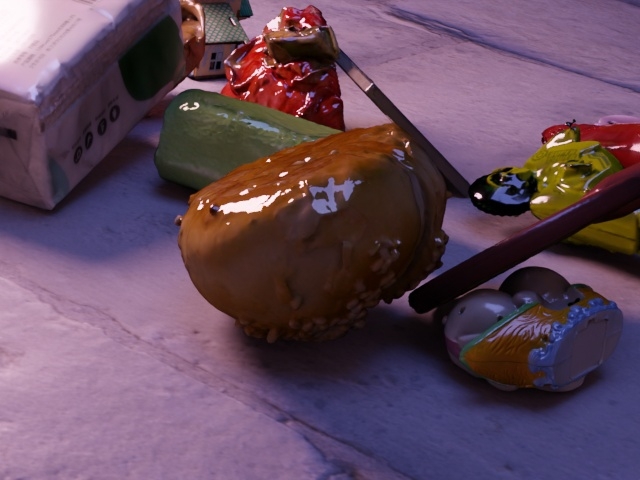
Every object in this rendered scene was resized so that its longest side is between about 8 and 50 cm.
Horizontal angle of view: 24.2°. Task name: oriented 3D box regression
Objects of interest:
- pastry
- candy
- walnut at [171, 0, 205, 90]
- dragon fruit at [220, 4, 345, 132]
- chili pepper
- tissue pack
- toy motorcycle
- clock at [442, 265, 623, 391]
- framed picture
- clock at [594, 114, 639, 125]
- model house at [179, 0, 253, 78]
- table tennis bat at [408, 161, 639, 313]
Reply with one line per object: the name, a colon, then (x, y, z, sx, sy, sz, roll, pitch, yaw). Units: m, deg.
pastry: (0.000, 0.000, 1.574, 0.284, 0.184, 0.316, -14, 13, 18)
candy: (-0.041, -0.094, 1.876, 0.343, 0.132, 0.142, 18, 0, 16)
walnut: (-0.286, -0.261, 2.159, 0.238, 0.141, 0.204, 4, 42, 1)
dragon fruit: (-0.071, -0.220, 2.051, 0.152, 0.205, 0.317, 0, 24, -17)
chili pepper: (0.443, -0.112, 2.019, 0.110, 0.110, 0.387, -12, 15, -40)
tissue pack: (-0.361, -0.225, 1.890, 0.266, 0.194, 0.356, 17, 42, 18)
toy motorcycle: (0.374, -0.048, 1.910, 0.342, 0.142, 0.206, 17, 41, 28)
clock: (0.217, 0.091, 1.563, 0.144, 0.103, 0.231, 18, 23, 36)
framed picture: (0.087, -0.196, 2.105, 0.232, 0.024, 0.315, 44, 6, -30)
clock: (0.557, -0.109, 2.181, 0.290, 0.080, 0.275, -9, 29, -37)
model house: (-0.197, -0.396, 2.409, 0.178, 0.206, 0.271, -9, 29, -35)
table tennis bat: (0.265, -0.015, 1.667, 0.414, 0.051, 0.268, -24, -6, -38)
